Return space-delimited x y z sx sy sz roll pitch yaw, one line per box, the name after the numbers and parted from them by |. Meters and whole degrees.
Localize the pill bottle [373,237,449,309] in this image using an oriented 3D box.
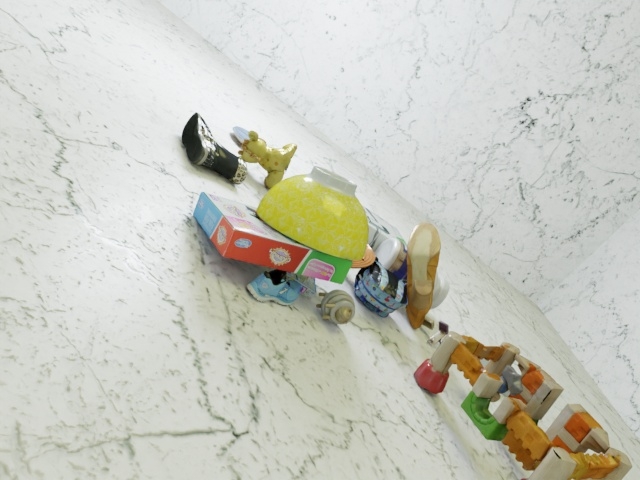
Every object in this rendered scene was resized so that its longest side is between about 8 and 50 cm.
0.307 0.120 1.820 0.264 0.153 0.153 34 18 -17 | pill bottle

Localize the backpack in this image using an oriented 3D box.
0.175 0.149 1.533 0.158 0.117 0.173 38 17 -9 | backpack

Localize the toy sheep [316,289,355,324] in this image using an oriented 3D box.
0.040 0.159 1.286 0.091 0.091 0.132 32 14 -25 | toy sheep

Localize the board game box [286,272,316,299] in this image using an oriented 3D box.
-0.062 0.079 1.361 0.103 0.026 0.154 35 18 -19 | board game box

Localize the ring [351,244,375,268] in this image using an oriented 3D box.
0.000 0.000 1.547 0.336 0.032 0.337 20 21 -8 | ring

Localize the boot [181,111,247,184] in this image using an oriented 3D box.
-0.321 -0.275 1.598 0.178 0.085 0.236 29 27 -39 | boot

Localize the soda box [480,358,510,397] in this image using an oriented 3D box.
0.581 0.441 1.747 0.216 0.069 0.074 36 18 -11 | soda box

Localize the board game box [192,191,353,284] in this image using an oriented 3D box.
-0.113 -0.007 1.235 0.316 0.064 0.242 16 15 -34 | board game box

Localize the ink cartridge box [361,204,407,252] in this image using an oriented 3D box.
0.172 -0.024 1.944 0.289 0.121 0.211 31 19 -25 | ink cartridge box

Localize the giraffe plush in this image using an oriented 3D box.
-0.187 -0.279 1.766 0.170 0.182 0.210 26 2 -8 | giraffe plush

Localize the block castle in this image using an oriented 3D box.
0.457 0.443 1.267 0.302 0.213 0.453 14 22 -31 | block castle

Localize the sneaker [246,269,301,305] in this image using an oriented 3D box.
-0.088 0.100 1.177 0.063 0.073 0.162 49 19 26 | sneaker

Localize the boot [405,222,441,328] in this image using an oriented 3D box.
0.311 0.112 1.675 0.104 0.211 0.295 7 54 5 | boot

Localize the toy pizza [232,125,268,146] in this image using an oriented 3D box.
-0.260 -0.369 2.037 0.201 0.032 0.201 36 17 -13 | toy pizza

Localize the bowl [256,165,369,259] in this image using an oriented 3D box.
0.005 -0.087 1.276 0.289 0.156 0.289 23 12 -5 | bowl

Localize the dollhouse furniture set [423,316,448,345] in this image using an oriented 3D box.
0.340 0.301 1.691 0.081 0.091 0.114 -32 40 -31 | dollhouse furniture set
